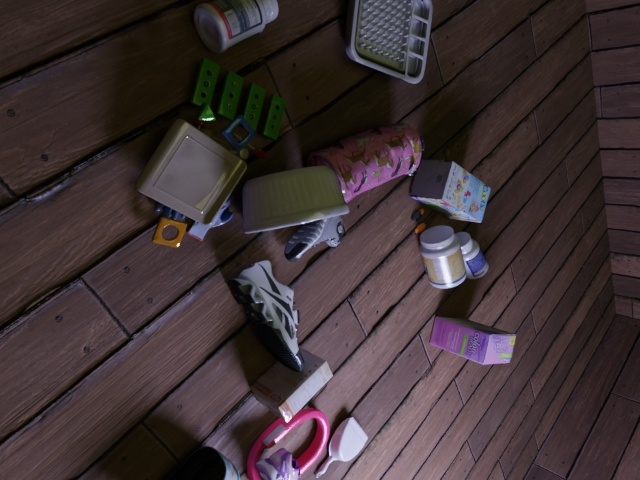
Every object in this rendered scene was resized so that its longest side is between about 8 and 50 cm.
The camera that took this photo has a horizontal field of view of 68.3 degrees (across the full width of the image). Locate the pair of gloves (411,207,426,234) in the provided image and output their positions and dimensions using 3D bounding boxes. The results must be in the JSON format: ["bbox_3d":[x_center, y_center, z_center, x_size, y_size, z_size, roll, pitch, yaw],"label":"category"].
[{"bbox_3d":[0.360,-0.070,1.718,0.074,0.010,0.083,-34,118,-31],"label":"pair of gloves"}]

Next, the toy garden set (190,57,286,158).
[{"bbox_3d":[-0.214,-0.292,1.152,0.244,0.049,0.203,16,86,-43],"label":"toy garden set"}]

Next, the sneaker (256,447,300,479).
[{"bbox_3d":[-0.096,0.693,1.360,0.104,0.095,0.236,-37,123,-35],"label":"sneaker"}]

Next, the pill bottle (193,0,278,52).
[{"bbox_3d":[-0.189,-0.516,1.086,0.180,0.108,0.107,-40,122,-29],"label":"pill bottle"}]

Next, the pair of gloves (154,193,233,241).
[{"bbox_3d":[-0.296,-0.093,1.135,0.198,0.023,0.159,41,72,-37],"label":"pair of gloves"}]

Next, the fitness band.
[{"bbox_3d":[-0.094,0.634,1.440,0.291,0.054,0.208,-29,119,-33],"label":"fitness band"}]

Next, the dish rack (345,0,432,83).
[{"bbox_3d":[0.200,-0.645,1.424,0.333,0.072,0.285,1,99,-41],"label":"dish rack"}]

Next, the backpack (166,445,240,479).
[{"bbox_3d":[-0.294,0.628,1.184,0.188,0.166,0.144,-52,129,-17],"label":"backpack"}]

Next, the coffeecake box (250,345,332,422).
[{"bbox_3d":[-0.082,0.400,1.338,0.185,0.142,0.068,-38,122,-29],"label":"coffeecake box"}]

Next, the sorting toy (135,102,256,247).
[{"bbox_3d":[-0.291,-0.150,1.068,0.196,0.047,0.347,32,91,-39],"label":"sorting toy"}]

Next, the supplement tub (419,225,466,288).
[{"bbox_3d":[0.447,0.060,1.730,0.144,0.144,0.199,-38,121,-30],"label":"supplement tub"}]

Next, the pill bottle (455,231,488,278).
[{"bbox_3d":[0.585,0.057,1.871,0.112,0.112,0.186,-53,128,-20],"label":"pill bottle"}]

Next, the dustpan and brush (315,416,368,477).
[{"bbox_3d":[0.061,0.713,1.592,0.211,0.060,0.147,-51,126,-30],"label":"dustpan and brush"}]

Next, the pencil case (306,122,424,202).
[{"bbox_3d":[0.135,-0.229,1.392,0.386,0.167,0.160,-26,132,-34],"label":"pencil case"}]

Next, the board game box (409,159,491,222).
[{"bbox_3d":[0.472,-0.175,1.706,0.275,0.142,0.144,21,84,-41],"label":"board game box"}]

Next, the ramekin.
[{"bbox_3d":[-0.071,-0.104,1.178,0.273,0.273,0.127,-15,95,-38],"label":"ramekin"}]

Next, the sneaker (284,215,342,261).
[{"bbox_3d":[0.000,0.000,1.371,0.228,0.086,0.132,-53,130,-21],"label":"sneaker"}]

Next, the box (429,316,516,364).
[{"bbox_3d":[0.600,0.391,1.865,0.214,0.243,0.117,11,91,-42],"label":"box"}]

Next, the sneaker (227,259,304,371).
[{"bbox_3d":[-0.105,0.202,1.279,0.146,0.123,0.330,-39,112,-36],"label":"sneaker"}]
